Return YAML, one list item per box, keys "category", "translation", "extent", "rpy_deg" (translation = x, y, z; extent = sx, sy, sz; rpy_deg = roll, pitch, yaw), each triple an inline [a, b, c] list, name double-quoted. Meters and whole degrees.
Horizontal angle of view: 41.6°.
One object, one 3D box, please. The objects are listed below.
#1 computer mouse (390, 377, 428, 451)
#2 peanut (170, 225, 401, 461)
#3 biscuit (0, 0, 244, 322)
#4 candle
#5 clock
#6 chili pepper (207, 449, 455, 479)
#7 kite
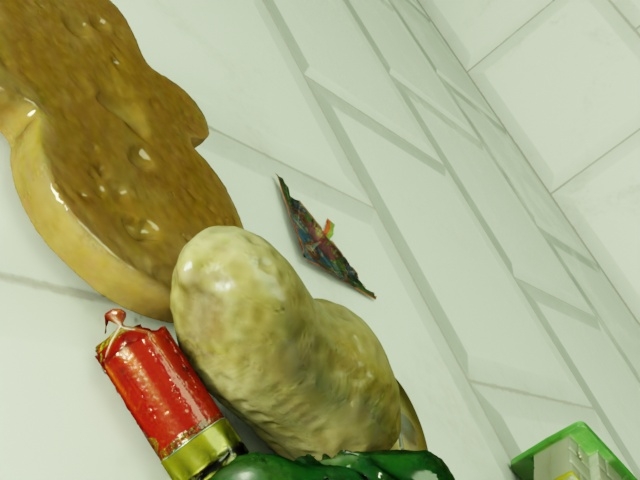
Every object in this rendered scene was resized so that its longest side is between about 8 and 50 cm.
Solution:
- category: "computer mouse"
  translation: [0.049, 0.164, 0.748]
  extent: [0.102, 0.045, 0.199]
  rpy_deg: [33, 27, -33]
- category: "peanut"
  translation: [-0.024, 0.080, 0.607]
  extent: [0.236, 0.120, 0.110]
  rpy_deg: [53, -10, -30]
- category: "biscuit"
  translation: [-0.179, -0.087, 0.685]
  extent: [0.354, 0.052, 0.275]
  rpy_deg: [59, 25, 16]
- category: "candle"
  translation: [-0.102, 0.099, 0.542]
  extent: [0.130, 0.052, 0.052]
  rpy_deg: [53, 21, 10]
- category: "clock"
  translation: [0.301, 0.356, 0.877]
  extent: [0.220, 0.106, 0.255]
  rpy_deg: [47, 26, -7]
- category: "chili pepper"
  translation: [0.024, 0.202, 0.519]
  extent: [0.265, 0.116, 0.148]
  rpy_deg: [19, 72, -44]
- category: "kite"
  translation: [0.000, 0.000, 0.962]
  extent: [0.190, 0.010, 0.159]
  rpy_deg: [53, 20, -1]
